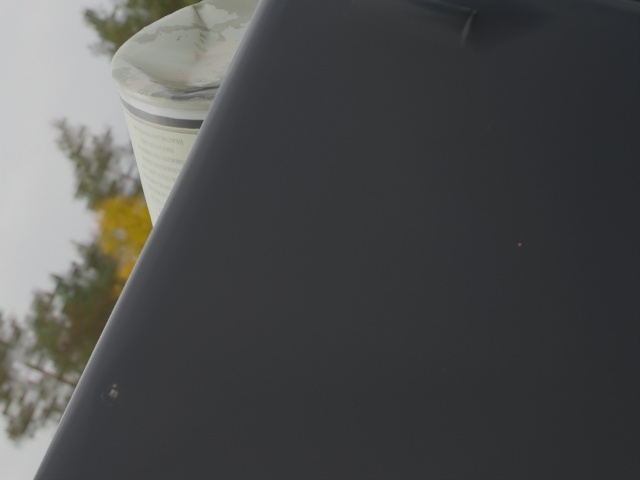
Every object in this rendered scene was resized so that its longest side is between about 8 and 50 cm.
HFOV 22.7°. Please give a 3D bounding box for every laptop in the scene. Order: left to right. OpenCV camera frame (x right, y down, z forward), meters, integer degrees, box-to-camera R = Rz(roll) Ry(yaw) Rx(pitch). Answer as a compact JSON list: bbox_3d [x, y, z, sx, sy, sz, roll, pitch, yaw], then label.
[{"bbox_3d":[0.110,0.191,0.382,0.236,0.381,0.408,62,-132,-65],"label":"laptop"}]

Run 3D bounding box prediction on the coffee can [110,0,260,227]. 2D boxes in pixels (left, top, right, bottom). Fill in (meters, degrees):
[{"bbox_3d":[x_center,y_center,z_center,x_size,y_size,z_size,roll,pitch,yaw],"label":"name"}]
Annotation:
[{"bbox_3d":[0.000,0.000,0.973,0.201,0.201,0.275,-57,-39,-56],"label":"coffee can"}]
